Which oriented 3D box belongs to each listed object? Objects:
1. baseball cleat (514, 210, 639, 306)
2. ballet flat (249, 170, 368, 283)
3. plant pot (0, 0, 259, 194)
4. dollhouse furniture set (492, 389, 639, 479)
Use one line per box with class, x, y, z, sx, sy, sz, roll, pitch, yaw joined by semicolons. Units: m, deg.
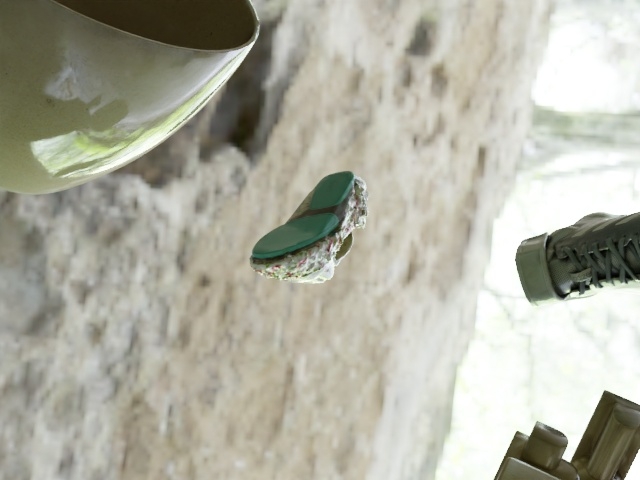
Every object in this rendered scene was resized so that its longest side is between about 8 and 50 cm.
baseball cleat;0.199;0.020;1.030;0.206;0.109;0.072;170;80;-78
ballet flat;0.000;0.000;1.617;0.241;0.091;0.077;-46;-53;-56
plant pot;-0.215;-0.148;1.155;0.191;0.284;0.284;-59;-8;25
dollhouse furniture set;0.152;0.178;0.822;0.151;0.144;0.123;-52;-17;-58
